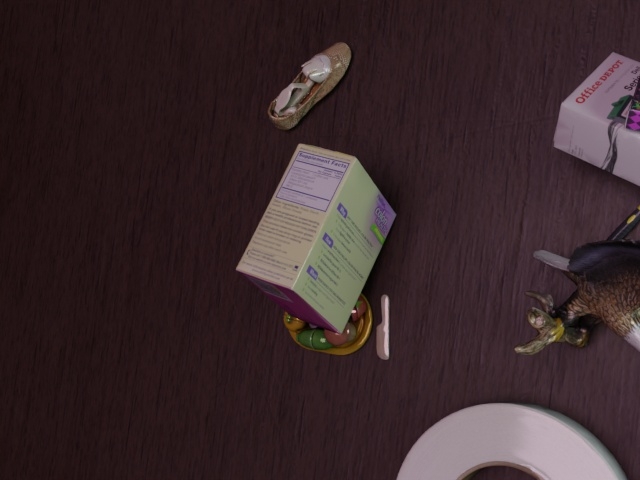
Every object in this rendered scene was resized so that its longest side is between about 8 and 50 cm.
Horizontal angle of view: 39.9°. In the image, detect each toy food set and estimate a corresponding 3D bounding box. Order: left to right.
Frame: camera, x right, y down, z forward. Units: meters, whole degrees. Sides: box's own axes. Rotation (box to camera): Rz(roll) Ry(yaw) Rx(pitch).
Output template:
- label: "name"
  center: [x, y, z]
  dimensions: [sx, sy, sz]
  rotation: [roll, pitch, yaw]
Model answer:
- label: "toy food set"
  center: [0.017, 0.140, 1.575]
  dimensions: [0.218, 0.071, 0.128]
  rotation: [5, 86, 30]

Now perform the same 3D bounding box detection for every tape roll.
- label: "tape roll"
  center: [0.298, 0.448, 1.377]
  dimensions: [0.392, 0.072, 0.392]
  rotation: [-5, 80, 29]

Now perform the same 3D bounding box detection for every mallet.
- label: "mallet"
  center: [0.503, -0.045, 1.348]
  dimensions: [0.062, 0.039, 0.189]
  rotation: [42, 108, 32]

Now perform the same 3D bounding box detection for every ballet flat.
- label: "ballet flat"
  center: [-0.024, -0.292, 1.657]
  dimensions: [0.206, 0.067, 0.073]
  rotation: [-50, 63, 14]

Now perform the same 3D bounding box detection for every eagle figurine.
- label: "eagle figurine"
  center: [0.452, 0.076, 1.263]
  dimensions: [0.225, 0.226, 0.298]
  rotation: [43, 127, -10]

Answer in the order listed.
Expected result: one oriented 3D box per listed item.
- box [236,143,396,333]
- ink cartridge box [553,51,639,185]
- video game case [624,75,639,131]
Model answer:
- label: "box"
  center: [0.000, 0.000, 1.485]
  dimensions: [0.117, 0.213, 0.243]
  rotation: [18, 74, 31]
- label: "ink cartridge box"
  center: [0.481, -0.169, 1.300]
  dimensions: [0.219, 0.092, 0.160]
  rotation: [31, 58, 28]
- label: "video game case"
  center: [0.566, -0.209, 1.235]
  dimensions: [0.232, 0.042, 0.210]
  rotation: [16, 51, 18]
